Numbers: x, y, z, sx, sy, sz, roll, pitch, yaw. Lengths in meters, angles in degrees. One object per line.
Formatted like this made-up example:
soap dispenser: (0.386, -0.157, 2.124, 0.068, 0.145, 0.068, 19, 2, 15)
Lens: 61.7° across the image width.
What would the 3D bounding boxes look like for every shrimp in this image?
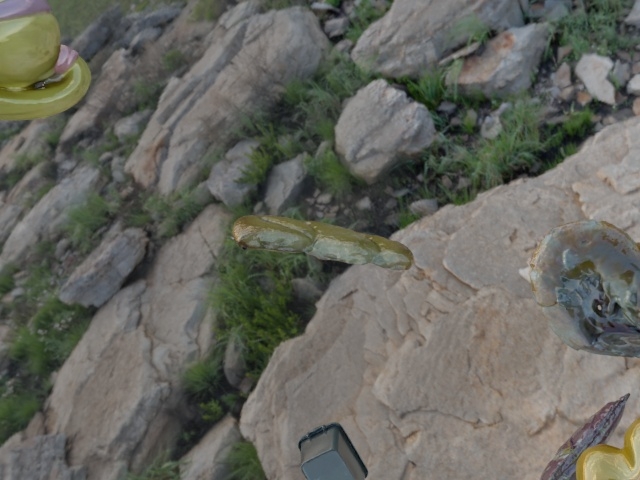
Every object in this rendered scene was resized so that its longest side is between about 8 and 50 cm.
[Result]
shrimp: (0.417, 0.109, 0.722, 0.317, 0.062, 0.164, 47, 109, 12)

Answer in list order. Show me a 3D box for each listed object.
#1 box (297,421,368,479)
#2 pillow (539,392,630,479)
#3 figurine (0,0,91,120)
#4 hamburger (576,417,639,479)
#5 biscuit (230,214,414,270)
box: (0.019, 0.366, 0.858, 0.084, 0.122, 0.069, -29, 8, 9)
pillow: (0.357, 0.286, 0.731, 0.185, 0.118, 0.043, -35, 57, -19)
figurine: (-0.220, -0.098, 0.275, 0.083, 0.187, 0.083, 27, 125, 48)
hamburger: (0.324, 0.293, 0.394, 0.302, 0.186, 0.261, 36, 117, 9)
biscuit: (0.002, -0.001, 0.889, 0.299, 0.154, 0.045, 8, 103, 1)
